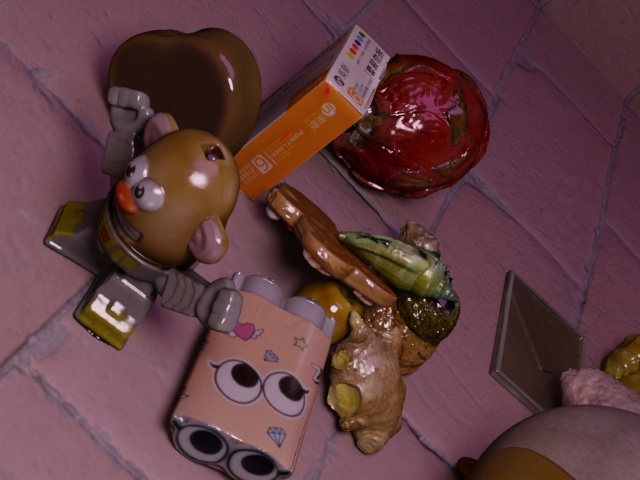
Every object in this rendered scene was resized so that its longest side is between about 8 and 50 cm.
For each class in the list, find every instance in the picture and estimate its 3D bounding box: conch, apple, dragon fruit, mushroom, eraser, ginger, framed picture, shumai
[{"bbox_3d":[0.128,0.034,1.525,0.200,0.095,0.080,27,72,-15],"label":"conch"},{"bbox_3d":[0.014,0.112,1.531,0.114,0.102,0.099,13,47,-42],"label":"apple"},{"bbox_3d":[0.168,-0.215,1.854,0.342,0.277,0.277,11,50,-59],"label":"dragon fruit"},{"bbox_3d":[0.243,0.399,1.552,0.129,0.072,0.088,-66,145,-49],"label":"mushroom"},{"bbox_3d":[-0.089,0.182,1.354,0.171,0.087,0.290,28,39,-7],"label":"eraser"},{"bbox_3d":[0.074,0.207,1.486,0.157,0.102,0.216,-24,107,-48],"label":"ginger"},{"bbox_3d":[0.439,0.226,1.969,0.240,0.020,0.324,40,36,-14],"label":"framed picture"},{"bbox_3d":[0.180,0.041,1.752,0.123,0.105,0.139,27,25,-48],"label":"shumai"}]

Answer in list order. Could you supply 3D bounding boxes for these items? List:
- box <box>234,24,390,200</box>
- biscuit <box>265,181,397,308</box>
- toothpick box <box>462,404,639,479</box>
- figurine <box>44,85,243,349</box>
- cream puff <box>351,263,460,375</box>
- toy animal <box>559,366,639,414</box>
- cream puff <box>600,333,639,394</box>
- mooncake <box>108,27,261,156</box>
[{"bbox_3d":[-0.025,-0.211,1.637,0.091,0.274,0.221,44,33,-17],"label":"box"},{"bbox_3d":[0.000,0.000,1.571,0.216,0.047,0.340,37,8,-33],"label":"biscuit"},{"bbox_3d":[0.351,0.466,1.311,0.409,0.409,0.425,42,46,-11],"label":"toothpick box"},{"bbox_3d":[-0.209,-0.028,1.255,0.342,0.285,0.167,53,33,0],"label":"figurine"},{"bbox_3d":[0.148,0.110,1.624,0.183,0.169,0.183,27,41,-27],"label":"cream puff"},{"bbox_3d":[0.550,0.389,1.762,0.226,0.188,0.358,40,30,-36],"label":"toy animal"},{"bbox_3d":[0.725,0.306,2.073,0.281,0.185,0.282,28,38,-25],"label":"cream puff"},{"bbox_3d":[-0.199,-0.205,1.493,0.235,0.235,0.117,51,32,1],"label":"mooncake"}]
